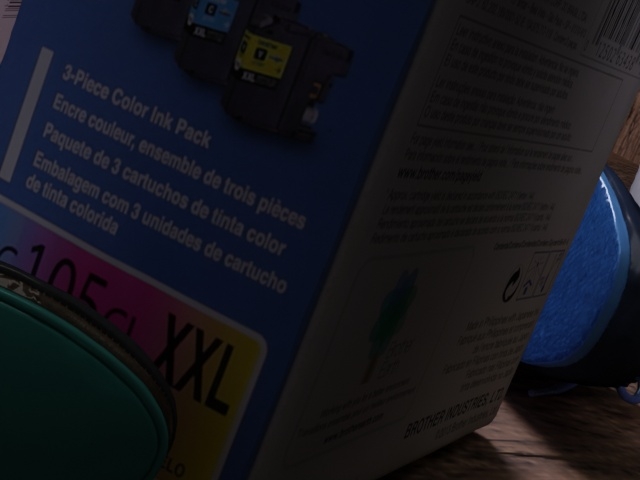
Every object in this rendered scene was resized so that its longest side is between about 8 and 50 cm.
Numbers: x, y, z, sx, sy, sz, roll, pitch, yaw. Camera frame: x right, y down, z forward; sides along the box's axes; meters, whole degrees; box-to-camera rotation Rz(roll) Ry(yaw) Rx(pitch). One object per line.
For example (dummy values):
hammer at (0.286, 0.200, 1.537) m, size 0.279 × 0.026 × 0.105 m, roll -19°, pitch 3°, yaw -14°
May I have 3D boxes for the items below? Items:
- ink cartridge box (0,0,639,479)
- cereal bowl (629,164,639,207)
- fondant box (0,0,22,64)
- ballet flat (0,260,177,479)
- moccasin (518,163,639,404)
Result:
ink cartridge box at (0.041, -0.116, 0.502) m, size 0.151 × 0.396 × 0.270 m, roll 28°, pitch 12°, yaw 21°
cereal bowl at (0.356, 0.063, 0.929) m, size 0.339 × 0.141 × 0.339 m, roll 23°, pitch 13°, yaw -5°
fondant box at (-0.313, -0.254, 0.809) m, size 0.330 × 0.238 × 0.096 m, roll 24°, pitch 13°, yaw 3°
ballet flat at (-0.138, 0.022, 0.367) m, size 0.203 × 0.074 × 0.074 m, roll 16°, pitch 14°, yaw -23°
moccasin at (0.157, 0.009, 0.808) m, size 0.116 × 0.138 × 0.342 m, roll 30°, pitch 11°, yaw -11°
